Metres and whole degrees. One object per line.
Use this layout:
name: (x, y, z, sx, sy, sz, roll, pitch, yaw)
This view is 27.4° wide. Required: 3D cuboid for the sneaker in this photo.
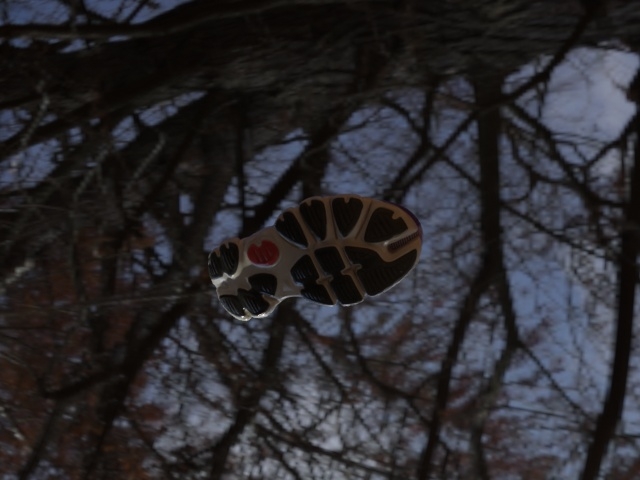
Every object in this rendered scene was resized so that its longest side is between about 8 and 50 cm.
sneaker: (0.000, 0.000, 0.808, 0.071, 0.170, 0.068, -33, -75, -41)
